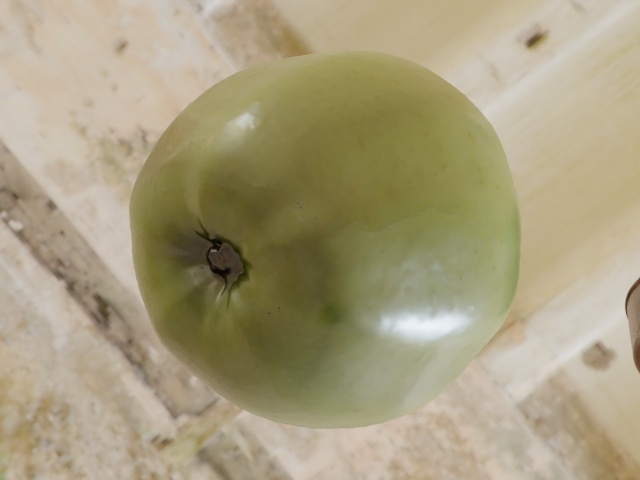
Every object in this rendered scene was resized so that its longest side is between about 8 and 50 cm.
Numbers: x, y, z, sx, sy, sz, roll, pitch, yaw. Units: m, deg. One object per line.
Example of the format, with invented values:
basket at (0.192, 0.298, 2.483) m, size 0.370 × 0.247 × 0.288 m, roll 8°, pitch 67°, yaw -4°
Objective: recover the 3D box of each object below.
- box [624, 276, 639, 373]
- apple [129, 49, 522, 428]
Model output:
box at (0.572, 0.072, 1.612) m, size 0.239 × 0.339 × 0.229 m, roll 38°, pitch 21°, yaw 2°
apple at (0.000, 0.000, 1.152) m, size 0.357 × 0.357 × 0.357 m, roll 52°, pitch 3°, yaw -4°
